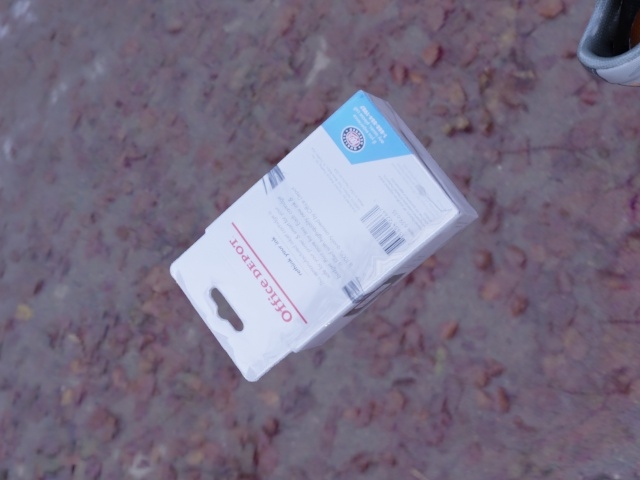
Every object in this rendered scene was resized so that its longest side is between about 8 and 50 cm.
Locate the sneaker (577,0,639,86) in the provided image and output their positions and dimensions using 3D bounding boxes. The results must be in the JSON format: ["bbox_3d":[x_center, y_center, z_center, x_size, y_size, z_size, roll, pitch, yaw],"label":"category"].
[{"bbox_3d":[0.257,-0.216,0.684,0.100,0.108,0.271,56,142,43],"label":"sneaker"}]

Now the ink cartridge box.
[{"bbox_3d":[0.000,0.000,0.680,0.180,0.060,0.104,-40,78,16],"label":"ink cartridge box"}]
